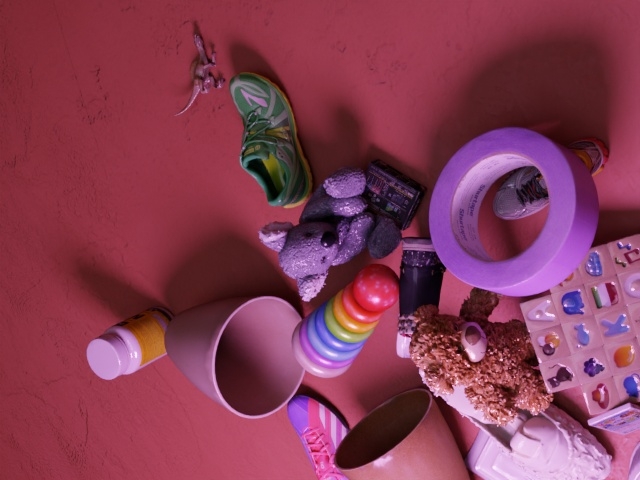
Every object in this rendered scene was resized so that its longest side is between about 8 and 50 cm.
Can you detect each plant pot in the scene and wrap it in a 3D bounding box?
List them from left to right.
[{"bbox_3d":[-0.210,0.232,2.090,0.274,0.257,0.256,6,108,48],"label":"plant pot"},{"bbox_3d":[0.197,0.467,1.920,0.237,0.237,0.254,-31,102,34],"label":"plant pot"}]

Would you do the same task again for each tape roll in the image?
[{"bbox_3d":[0.320,-0.047,1.616,0.275,0.090,0.274,-12,71,38],"label":"tape roll"}]

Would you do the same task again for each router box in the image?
[{"bbox_3d":[0.136,-0.089,1.880,0.122,0.038,0.092,34,119,19],"label":"router box"}]

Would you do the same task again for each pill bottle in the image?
[{"bbox_3d":[-0.431,0.238,2.224,0.119,0.208,0.119,9,109,29],"label":"pill bottle"}]

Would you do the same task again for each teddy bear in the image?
[{"bbox_3d":[0.308,0.201,1.682,0.338,0.245,0.113,36,156,-32],"label":"teddy bear"}]

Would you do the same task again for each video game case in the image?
[{"bbox_3d":[0.544,0.318,1.711,0.087,0.122,0.011,-33,52,34],"label":"video game case"}]

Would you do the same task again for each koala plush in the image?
[{"bbox_3d":[0.000,0.000,1.855,0.196,0.221,0.203,55,147,-11],"label":"koala plush"}]

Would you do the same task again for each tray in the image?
[{"bbox_3d":[0.415,0.467,1.882,0.270,0.030,0.145,31,119,21],"label":"tray"}]

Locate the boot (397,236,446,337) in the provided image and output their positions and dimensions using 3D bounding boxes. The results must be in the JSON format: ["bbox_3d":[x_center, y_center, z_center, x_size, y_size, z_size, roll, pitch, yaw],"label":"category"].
[{"bbox_3d":[0.185,0.094,1.763,0.085,0.236,0.178,2,81,14],"label":"boot"}]

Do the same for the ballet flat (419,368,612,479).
[{"bbox_3d":[0.348,0.340,1.813,0.409,0.147,0.147,35,120,19],"label":"ballet flat"}]

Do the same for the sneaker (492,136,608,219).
[{"bbox_3d":[0.389,-0.107,1.686,0.225,0.093,0.088,-37,84,35],"label":"sneaker"}]

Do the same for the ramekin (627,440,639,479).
[{"bbox_3d":[0.639,0.437,1.688,0.207,0.109,0.207,10,110,29],"label":"ramekin"}]

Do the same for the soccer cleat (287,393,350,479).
[{"bbox_3d":[0.024,0.473,2.071,0.109,0.116,0.318,-40,82,34],"label":"soccer cleat"}]

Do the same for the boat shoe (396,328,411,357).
[{"bbox_3d":[0.190,0.153,1.908,0.063,0.066,0.184,9,107,15],"label":"boat shoe"}]

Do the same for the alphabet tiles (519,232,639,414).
[{"bbox_3d":[0.532,0.138,1.651,0.343,0.011,0.285,-18,95,13],"label":"alphabet tiles"}]

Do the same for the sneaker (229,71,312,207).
[{"bbox_3d":[-0.108,-0.204,1.943,0.109,0.123,0.295,-23,91,35],"label":"sneaker"}]

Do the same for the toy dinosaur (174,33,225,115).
[{"bbox_3d":[-0.252,-0.342,2.045,0.093,0.053,0.183,28,111,39],"label":"toy dinosaur"}]

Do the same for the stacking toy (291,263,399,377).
[{"bbox_3d":[0.057,0.143,1.878,0.141,0.141,0.330,48,143,11],"label":"stacking toy"}]
